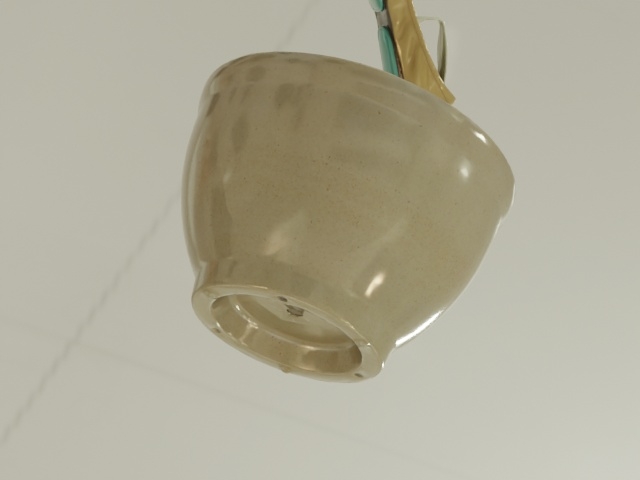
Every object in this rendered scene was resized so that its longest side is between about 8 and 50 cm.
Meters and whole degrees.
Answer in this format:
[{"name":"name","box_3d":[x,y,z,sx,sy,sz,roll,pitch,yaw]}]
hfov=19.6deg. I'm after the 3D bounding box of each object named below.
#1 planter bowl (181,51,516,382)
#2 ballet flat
[{"name":"planter bowl","box_3d":[0.000,0.000,0.886,0.162,0.162,0.109,-35,-150,62]},{"name":"ballet flat","box_3d":[0.085,-0.235,1.899,0.080,0.073,0.232,-138,-147,-72]}]
